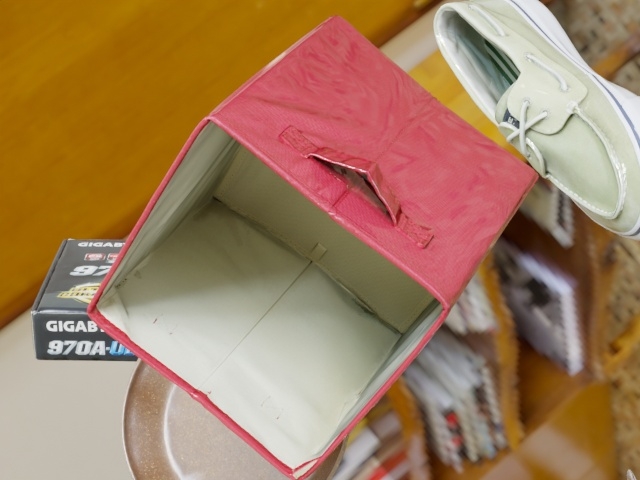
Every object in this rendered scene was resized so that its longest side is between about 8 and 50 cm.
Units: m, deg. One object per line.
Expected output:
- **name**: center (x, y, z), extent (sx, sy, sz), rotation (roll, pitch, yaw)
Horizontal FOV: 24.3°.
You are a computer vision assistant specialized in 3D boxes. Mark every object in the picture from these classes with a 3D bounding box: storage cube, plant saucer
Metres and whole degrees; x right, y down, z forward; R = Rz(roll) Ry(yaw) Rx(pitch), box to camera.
- **storage cube**: center (0.000, 0.000, 0.972), extent (0.183, 0.193, 0.215), rotation (38, 126, 3)
- **plant saucer**: center (-0.063, 0.141, 1.188), extent (0.198, 0.198, 0.036), rotation (44, -178, 27)

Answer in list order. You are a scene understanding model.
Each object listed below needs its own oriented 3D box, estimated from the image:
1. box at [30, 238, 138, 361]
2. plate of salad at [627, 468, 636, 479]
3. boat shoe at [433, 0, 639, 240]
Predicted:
- **box**: center (-0.141, 0.053, 1.368), extent (0.175, 0.220, 0.051), rotation (-87, -2, -68)
- **plate of salad**: center (0.258, 0.279, 1.161), extent (0.200, 0.048, 0.200), rotation (-14, -90, -85)
- **boat shoe**: center (0.191, -0.104, 1.254), extent (0.302, 0.094, 0.109), rotation (58, 144, 43)
